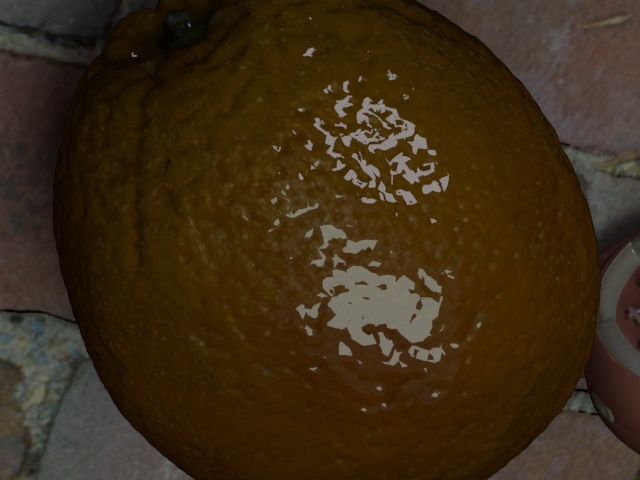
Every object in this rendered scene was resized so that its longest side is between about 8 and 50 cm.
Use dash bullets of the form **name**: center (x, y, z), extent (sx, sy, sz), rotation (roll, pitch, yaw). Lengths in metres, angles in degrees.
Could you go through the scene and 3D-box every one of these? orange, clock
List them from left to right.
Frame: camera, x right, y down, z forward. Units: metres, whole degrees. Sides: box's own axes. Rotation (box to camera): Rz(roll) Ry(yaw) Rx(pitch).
- **orange**: center (0.000, 0.000, 1.225), extent (0.322, 0.322, 0.357), rotation (-32, 116, -3)
- **clock**: center (0.305, 0.084, 1.443), extent (0.227, 0.241, 0.142), rotation (-26, 128, -9)
